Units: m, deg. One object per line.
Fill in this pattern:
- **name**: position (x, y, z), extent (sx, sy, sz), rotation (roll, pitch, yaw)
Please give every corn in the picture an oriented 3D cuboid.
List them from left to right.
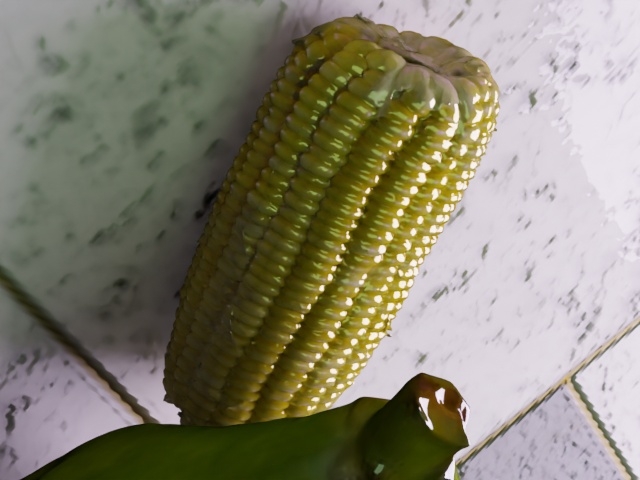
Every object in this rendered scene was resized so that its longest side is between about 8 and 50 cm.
- **corn**: position (0.000, 0.000, 0.629), extent (0.085, 0.063, 0.165), rotation (-2, 126, -43)

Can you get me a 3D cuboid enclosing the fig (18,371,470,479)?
- **fig**: position (-0.029, 0.174, 0.596), extent (0.314, 0.233, 0.233), rotation (-25, 142, 29)
